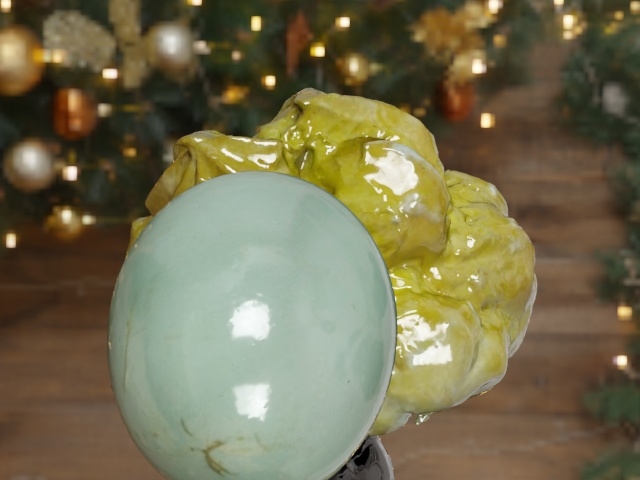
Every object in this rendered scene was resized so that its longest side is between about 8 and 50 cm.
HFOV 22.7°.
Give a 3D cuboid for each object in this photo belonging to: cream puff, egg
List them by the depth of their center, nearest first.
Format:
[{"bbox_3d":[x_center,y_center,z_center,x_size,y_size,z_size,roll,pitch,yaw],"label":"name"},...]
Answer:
[{"bbox_3d":[-0.039,0.055,0.920,0.231,0.168,0.168,-87,177,-55],"label":"egg"},{"bbox_3d":[0.001,-0.001,1.239,0.291,0.324,0.257,-124,-159,-64],"label":"cream puff"}]

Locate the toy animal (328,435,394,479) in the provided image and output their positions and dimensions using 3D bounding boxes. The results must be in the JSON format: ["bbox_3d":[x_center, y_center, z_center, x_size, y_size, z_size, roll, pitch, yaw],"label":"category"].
[{"bbox_3d":[-0.018,0.273,1.344,0.165,0.187,0.235,-147,-134,-61],"label":"toy animal"}]
